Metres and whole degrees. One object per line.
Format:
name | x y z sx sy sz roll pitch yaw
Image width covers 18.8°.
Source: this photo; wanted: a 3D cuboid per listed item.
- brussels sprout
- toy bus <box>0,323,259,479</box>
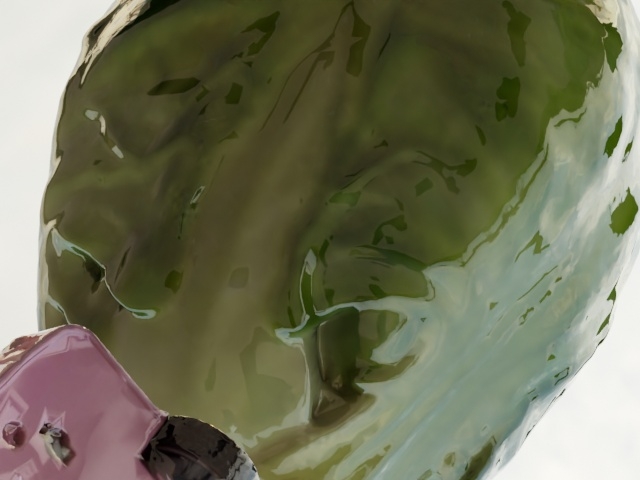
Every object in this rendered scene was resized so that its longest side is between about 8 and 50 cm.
brussels sprout | 0.000 0.000 0.707 0.219 0.210 0.271 14 -119 23
toy bus | -0.024 0.108 0.402 0.090 0.203 0.063 -12 -148 47
